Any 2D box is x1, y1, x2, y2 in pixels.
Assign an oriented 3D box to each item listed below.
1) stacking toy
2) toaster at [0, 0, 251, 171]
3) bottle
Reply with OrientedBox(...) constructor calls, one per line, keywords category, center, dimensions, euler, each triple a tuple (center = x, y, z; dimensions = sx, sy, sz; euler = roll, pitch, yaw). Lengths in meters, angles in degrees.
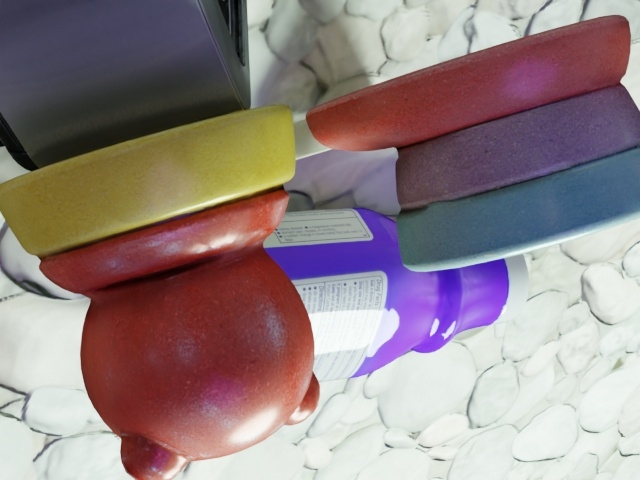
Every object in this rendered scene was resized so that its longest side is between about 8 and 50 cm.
OrientedBox(category="stacking toy", center=(0.000, 0.000, 0.543), dimensions=(0.308, 0.279, 0.130), euler=(-18, 94, -22))
OrientedBox(category="toaster", center=(-0.104, -0.136, 0.440), dimensions=(0.110, 0.186, 0.168), euler=(-14, 134, 8))
OrientedBox(category="bottle", center=(0.009, 0.036, 0.718), dimensions=(0.282, 0.092, 0.118), euler=(-5, 134, -29))
